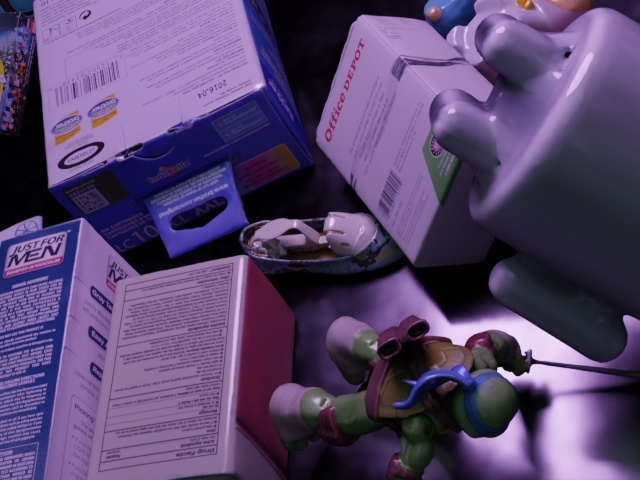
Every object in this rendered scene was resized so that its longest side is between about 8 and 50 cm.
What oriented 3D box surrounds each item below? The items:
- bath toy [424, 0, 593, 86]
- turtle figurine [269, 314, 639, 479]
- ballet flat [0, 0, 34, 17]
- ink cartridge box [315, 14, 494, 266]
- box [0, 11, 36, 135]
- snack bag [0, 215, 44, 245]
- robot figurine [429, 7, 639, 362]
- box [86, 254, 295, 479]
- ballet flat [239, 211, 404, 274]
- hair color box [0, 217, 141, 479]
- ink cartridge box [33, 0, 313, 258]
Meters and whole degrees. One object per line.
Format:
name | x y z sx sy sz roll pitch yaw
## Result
bath toy | 0.247 -0.162 1.201 0.151 0.129 0.348 -43 46 11
turtle figurine | 0.102 0.167 1.054 0.266 0.275 0.197 7 82 53
ballet flat | -0.439 -0.343 1.716 0.249 0.086 0.086 -13 52 16
ink cartridge box | 0.099 -0.103 1.202 0.093 0.160 0.219 -3 40 -31
box | -0.493 -0.225 1.634 0.233 0.044 0.159 5 81 29
snack bag | -0.463 0.146 1.378 0.343 0.037 0.323 -22 46 12
robot figurine | 0.260 -0.048 0.957 0.300 0.354 0.200 -58 5 17
box | -0.117 0.151 1.157 0.149 0.127 0.232 -11 53 19
ballet flat | 0.000 0.000 1.248 0.189 0.070 0.070 -8 54 21
hair color box | -0.247 0.172 1.176 0.105 0.174 0.347 -14 52 19
ink cartridge box | -0.177 -0.166 1.398 0.270 0.151 0.395 -24 48 10
